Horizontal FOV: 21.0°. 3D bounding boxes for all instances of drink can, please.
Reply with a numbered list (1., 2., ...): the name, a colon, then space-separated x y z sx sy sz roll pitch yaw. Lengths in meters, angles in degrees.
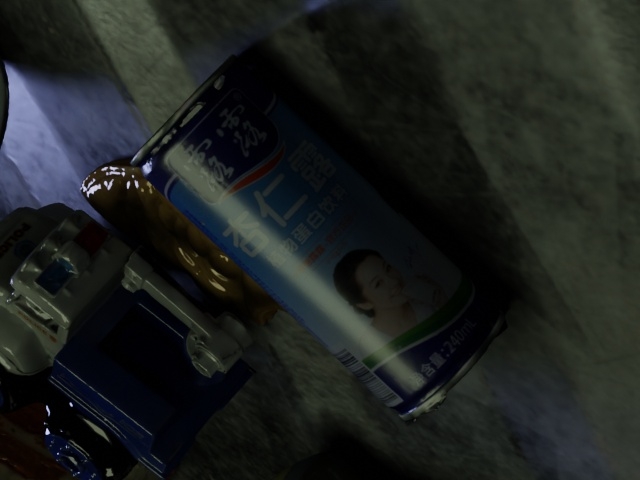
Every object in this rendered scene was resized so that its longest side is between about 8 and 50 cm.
1. drink can: 0.000 0.000 1.056 0.235 0.097 0.097 44 150 -4

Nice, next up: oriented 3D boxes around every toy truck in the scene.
1. toy truck: -0.158 0.061 1.234 0.213 0.161 0.177 37 154 6

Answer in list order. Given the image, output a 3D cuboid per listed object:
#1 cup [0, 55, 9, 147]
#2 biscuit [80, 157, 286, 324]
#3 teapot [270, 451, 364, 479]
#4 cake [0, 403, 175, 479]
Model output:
1. cup: -0.376 -0.115 1.253 0.280 0.196 0.196 17 143 22
2. biscuit: -0.077 -0.005 1.204 0.250 0.035 0.162 19 140 35
3. teapot: 0.022 0.232 1.328 0.119 0.130 0.166 7 171 22
4. cake: -0.260 0.175 1.518 0.262 0.158 0.160 48 145 -10
